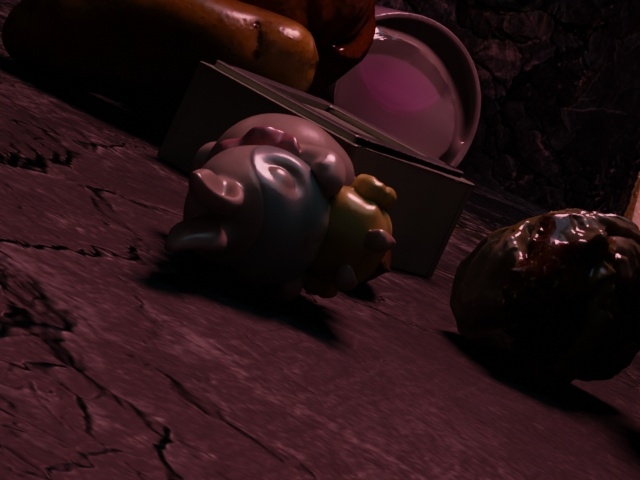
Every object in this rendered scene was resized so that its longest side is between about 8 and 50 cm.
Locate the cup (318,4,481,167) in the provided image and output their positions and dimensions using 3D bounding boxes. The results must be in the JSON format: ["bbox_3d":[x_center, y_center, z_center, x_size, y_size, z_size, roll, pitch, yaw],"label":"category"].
[{"bbox_3d":[0.045,-0.213,2.480,0.253,0.253,0.371,22,6,-24],"label":"cup"}]

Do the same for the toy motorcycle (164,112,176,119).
[{"bbox_3d":[-0.134,-0.191,2.253,0.341,0.108,0.223,36,21,25],"label":"toy motorcycle"}]

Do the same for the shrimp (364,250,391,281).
[{"bbox_3d":[0.000,0.004,1.544,0.132,0.051,0.187,11,2,-12],"label":"shrimp"}]

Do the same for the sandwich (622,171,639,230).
[{"bbox_3d":[0.457,0.002,2.556,0.058,0.193,0.162,22,7,0],"label":"sandwich"}]

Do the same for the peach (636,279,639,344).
[{"bbox_3d":[0.351,0.088,1.403,0.258,0.201,0.361,23,18,-29],"label":"peach"}]

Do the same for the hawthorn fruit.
[{"bbox_3d":[-0.053,-0.298,2.143,0.258,0.261,0.258,-13,-17,-4],"label":"hawthorn fruit"}]

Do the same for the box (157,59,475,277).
[{"bbox_3d":[0.000,-0.075,1.806,0.225,0.117,0.225,30,8,34],"label":"box"}]

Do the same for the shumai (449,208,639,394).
[{"bbox_3d":[0.210,0.064,1.475,0.184,0.184,0.142,23,31,-14],"label":"shumai"}]

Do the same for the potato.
[{"bbox_3d":[-0.175,-0.225,1.974,0.369,0.195,0.176,13,38,18],"label":"potato"}]

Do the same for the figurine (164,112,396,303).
[{"bbox_3d":[-0.030,-0.014,1.260,0.155,0.127,0.235,35,11,-3],"label":"figurine"}]
